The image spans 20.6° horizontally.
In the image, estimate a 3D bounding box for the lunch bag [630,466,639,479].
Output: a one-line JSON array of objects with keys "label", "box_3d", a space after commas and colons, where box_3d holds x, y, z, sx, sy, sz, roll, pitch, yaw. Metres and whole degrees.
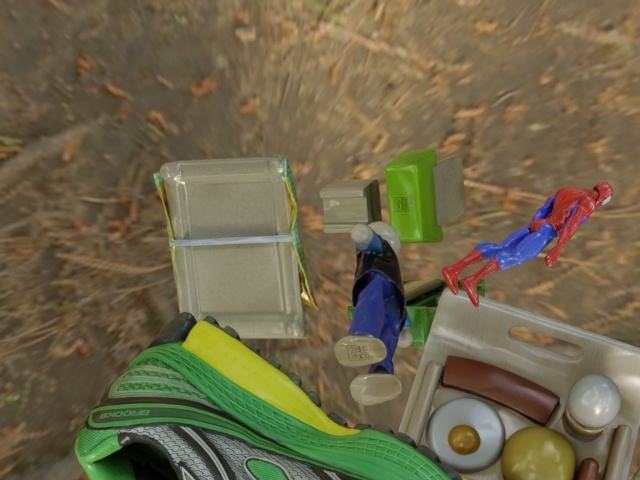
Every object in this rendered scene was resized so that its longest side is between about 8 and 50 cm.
[{"label": "lunch bag", "box_3d": [0.286, 0.180, 0.822, 0.287, 0.235, 0.169, 8, 109, 22]}]

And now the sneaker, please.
[{"label": "sneaker", "box_3d": [-0.013, 0.191, 1.151, 0.343, 0.134, 0.146, 28, 56, 27]}]

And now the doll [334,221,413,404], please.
[{"label": "doll", "box_3d": [0.045, 0.042, 1.414, 0.046, 0.189, 0.129, -13, 121, 15]}]

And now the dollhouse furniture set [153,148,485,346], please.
[{"label": "dollhouse furniture set", "box_3d": [0.000, 0.000, 1.840, 0.302, 0.151, 0.197, -1, 100, 27]}]

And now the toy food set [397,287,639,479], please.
[{"label": "toy food set", "box_3d": [0.175, 0.205, 1.602, 0.220, 0.092, 0.306, 18, 57, 4]}]

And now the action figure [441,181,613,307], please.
[{"label": "action figure", "box_3d": [0.126, -0.001, 1.034, 0.115, 0.038, 0.030, -35, 114, -14]}]
